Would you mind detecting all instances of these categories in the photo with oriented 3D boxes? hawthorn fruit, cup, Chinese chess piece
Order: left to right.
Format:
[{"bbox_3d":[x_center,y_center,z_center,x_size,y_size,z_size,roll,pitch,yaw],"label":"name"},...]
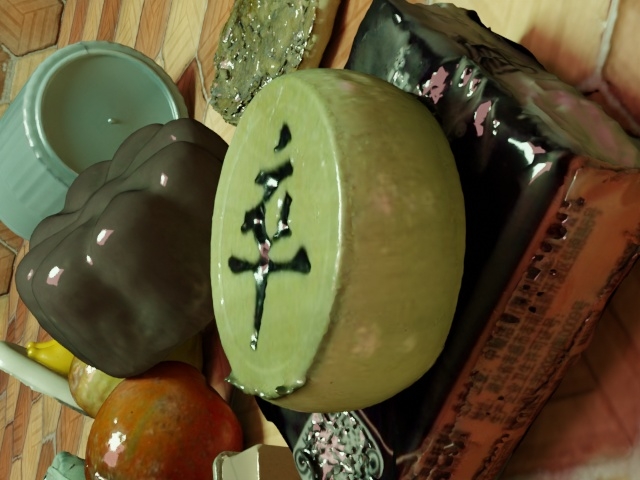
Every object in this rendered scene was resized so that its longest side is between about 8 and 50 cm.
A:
[{"bbox_3d":[-0.366,-0.108,1.340,0.311,0.257,0.331,-21,60,59],"label":"cup"},{"bbox_3d":[-0.161,0.213,0.913,0.173,0.173,0.173,-33,52,57],"label":"hawthorn fruit"},{"bbox_3d":[0.000,0.000,0.484,0.188,0.083,0.188,-11,78,63],"label":"Chinese chess piece"}]

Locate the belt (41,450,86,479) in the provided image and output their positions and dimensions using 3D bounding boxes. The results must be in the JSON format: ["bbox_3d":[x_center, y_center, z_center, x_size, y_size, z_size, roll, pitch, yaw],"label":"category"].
[{"bbox_3d":[-0.328,0.416,1.176,0.257,0.150,0.207,-54,32,23],"label":"belt"}]

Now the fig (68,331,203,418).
[{"bbox_3d":[-0.193,0.126,1.070,0.257,0.159,0.159,-48,35,14],"label":"fig"}]

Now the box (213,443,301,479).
[{"bbox_3d":[-0.038,0.234,0.746,0.062,0.089,0.122,-39,47,40],"label":"box"}]

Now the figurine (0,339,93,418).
[{"bbox_3d":[-0.314,0.153,1.204,0.141,0.250,0.166,-62,22,-5],"label":"figurine"}]

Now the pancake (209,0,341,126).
[{"bbox_3d":[-0.054,-0.245,0.987,0.282,0.049,0.282,-31,54,56],"label":"pancake"}]

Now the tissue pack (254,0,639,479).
[{"bbox_3d":[0.066,0.032,0.572,0.245,0.123,0.332,57,135,47],"label":"tissue pack"}]

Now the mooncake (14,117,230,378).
[{"bbox_3d":[-0.191,-0.002,0.948,0.306,0.154,0.306,-32,27,18],"label":"mooncake"}]
